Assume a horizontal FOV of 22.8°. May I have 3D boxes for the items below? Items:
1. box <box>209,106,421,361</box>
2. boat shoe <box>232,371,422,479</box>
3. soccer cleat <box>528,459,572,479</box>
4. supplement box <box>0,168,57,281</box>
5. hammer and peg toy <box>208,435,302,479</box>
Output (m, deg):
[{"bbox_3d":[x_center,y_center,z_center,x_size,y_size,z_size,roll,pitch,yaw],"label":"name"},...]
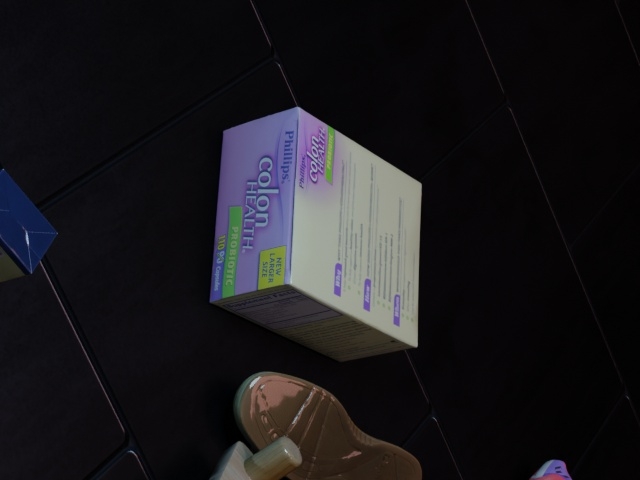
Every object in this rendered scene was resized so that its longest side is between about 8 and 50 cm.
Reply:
[{"bbox_3d":[0.000,0.000,1.819,0.243,0.117,0.213,28,57,-47],"label":"box"},{"bbox_3d":[-0.006,0.228,1.773,0.285,0.089,0.104,39,75,-36],"label":"boat shoe"},{"bbox_3d":[0.371,0.447,2.181,0.318,0.109,0.116,59,35,-18],"label":"soccer cleat"},{"bbox_3d":[-0.302,-0.009,1.439,0.083,0.083,0.056,54,41,-27],"label":"supplement box"},{"bbox_3d":[0.001,0.383,1.549,0.361,0.127,0.266,53,15,-6],"label":"hammer and peg toy"}]
